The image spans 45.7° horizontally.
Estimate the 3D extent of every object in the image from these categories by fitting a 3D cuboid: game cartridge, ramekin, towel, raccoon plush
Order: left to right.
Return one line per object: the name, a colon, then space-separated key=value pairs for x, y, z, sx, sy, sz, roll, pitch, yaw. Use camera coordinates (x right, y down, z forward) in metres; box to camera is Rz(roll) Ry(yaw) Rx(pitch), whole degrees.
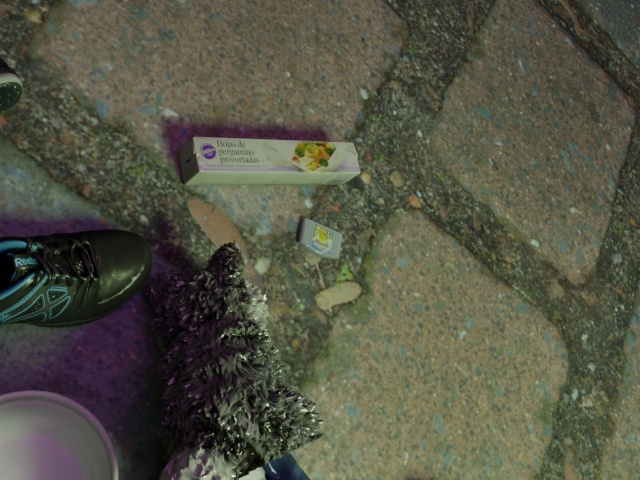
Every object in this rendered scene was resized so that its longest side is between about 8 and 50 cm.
ramekin: x=-0.351 y=0.292 z=0.898 sx=0.207 sy=0.109 sz=0.207 roll=11 pitch=57 yaw=-18
raccoon plush: x=-0.130 y=0.141 z=0.965 sx=0.216 sy=0.446 sz=0.299 roll=-18 pitch=83 yaw=-11
towel: x=-0.052 y=0.356 z=1.139 sx=0.119 sy=0.029 sz=0.067 roll=55 pitch=23 yaw=-8
game cartridge: x=0.000 y=0.000 z=1.332 sx=0.083 sy=0.017 sz=0.056 roll=23 pitch=65 yaw=-25

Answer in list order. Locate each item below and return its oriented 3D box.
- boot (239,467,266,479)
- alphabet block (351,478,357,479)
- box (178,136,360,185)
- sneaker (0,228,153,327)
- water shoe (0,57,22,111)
boot: x=-0.173 y=0.392 z=1.013 sx=0.258 sy=0.095 sz=0.123 roll=-8 pitch=75 yaw=-34
alphabet block: x=0.041 y=0.484 z=1.022 sx=0.197 sy=0.193 sz=0.192 roll=38 pitch=47 yaw=20
box: x=-0.079 y=-0.133 z=1.298 sx=0.324 sy=0.067 sz=0.063 roll=-4 pitch=74 yaw=-34
sneaker: x=-0.360 y=0.051 z=0.988 sx=0.341 sy=0.140 sz=0.125 roll=-17 pitch=79 yaw=-39
water shoe: x=-0.518 y=-0.205 z=1.037 sx=0.203 sy=0.073 sz=0.080 roll=-15 pitch=55 yaw=-37
